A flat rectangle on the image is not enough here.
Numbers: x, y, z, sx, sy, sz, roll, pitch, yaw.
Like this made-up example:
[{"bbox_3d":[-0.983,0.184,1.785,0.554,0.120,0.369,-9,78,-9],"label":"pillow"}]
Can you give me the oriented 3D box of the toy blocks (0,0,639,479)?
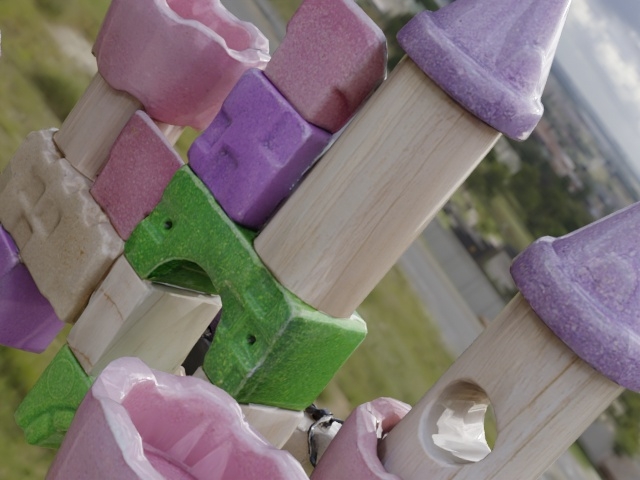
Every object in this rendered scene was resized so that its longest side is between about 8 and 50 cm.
[{"bbox_3d":[0.000,0.000,0.501,0.309,0.260,0.288,20,24,-49],"label":"toy blocks"}]
